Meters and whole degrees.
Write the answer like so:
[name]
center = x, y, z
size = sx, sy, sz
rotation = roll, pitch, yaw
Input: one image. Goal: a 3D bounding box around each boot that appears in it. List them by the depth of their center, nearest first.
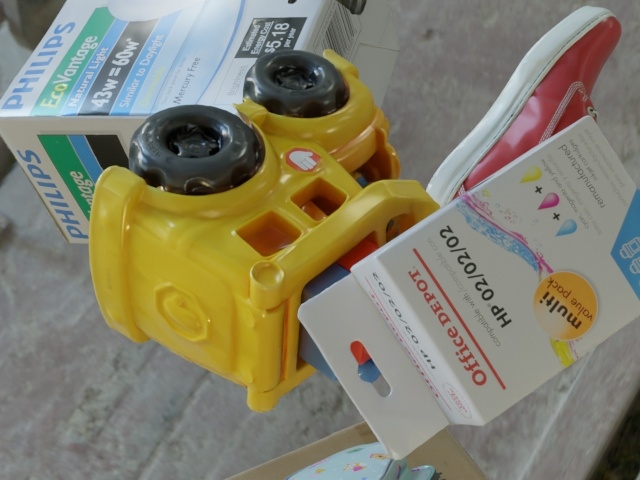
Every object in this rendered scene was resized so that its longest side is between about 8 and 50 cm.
[boot]
center = 0.226, -0.073, 0.986
size = 0.176, 0.088, 0.244
rotation = 31, 76, 24

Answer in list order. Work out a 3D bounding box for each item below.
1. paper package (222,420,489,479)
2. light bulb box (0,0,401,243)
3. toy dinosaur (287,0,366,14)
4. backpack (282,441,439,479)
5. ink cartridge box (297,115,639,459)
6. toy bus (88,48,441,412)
[paper package]
center = 0.070, 0.372, 1.295
size = 0.310, 0.168, 0.325
rotation = -20, 34, -17
[light bulb box]
center = -0.133, -0.189, 1.415
size = 0.361, 0.225, 0.358
rotation = 1, 49, 22
[toy dinosaur]
center = 0.019, -0.234, 0.534
size = 0.218, 0.322, 0.164
rotation = -34, 72, 37
[backpack]
center = 0.019, 0.272, 1.050
size = 0.188, 0.166, 0.144
rotation = -30, 93, 16
[ink cartridge box]
center = 0.091, 0.027, 0.626
size = 0.181, 0.061, 0.104
rotation = -33, 89, -13
[toy bus]
center = 0.000, 0.000, 0.736
size = 0.211, 0.149, 0.220
rotation = 30, 48, 28
